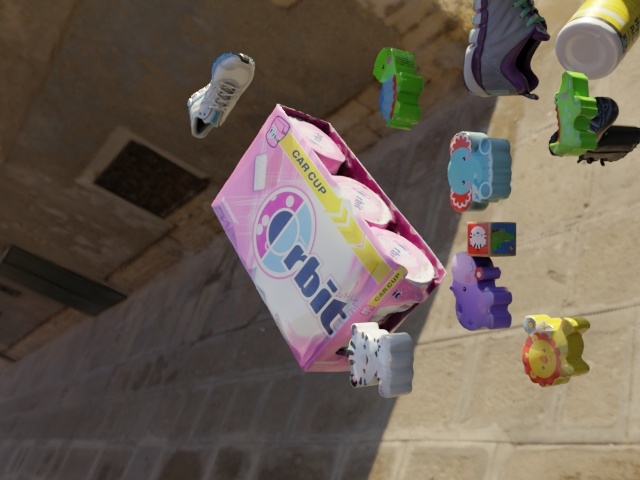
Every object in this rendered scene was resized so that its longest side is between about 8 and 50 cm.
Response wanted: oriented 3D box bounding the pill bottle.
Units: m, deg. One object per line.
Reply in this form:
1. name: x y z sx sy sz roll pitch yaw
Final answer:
1. pill bottle: 0.289 -0.218 0.672 0.116 0.065 0.065 -48 16 -27

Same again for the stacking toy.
1. stacking toy: 0.103 -0.008 0.442 0.052 0.166 0.221 3 92 62

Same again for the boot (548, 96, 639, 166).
1. boot: 0.353 -0.133 0.826 0.121 0.099 0.045 129 140 -62

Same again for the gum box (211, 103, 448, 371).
1. gum box: 0.000 0.000 0.508 0.107 0.062 0.188 -52 52 25

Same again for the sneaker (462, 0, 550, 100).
1. sneaker: 0.231 -0.278 0.784 0.098 0.083 0.224 20 121 40

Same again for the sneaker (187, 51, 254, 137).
1. sneaker: -0.169 -0.239 1.146 0.190 0.071 0.083 -41 41 47
